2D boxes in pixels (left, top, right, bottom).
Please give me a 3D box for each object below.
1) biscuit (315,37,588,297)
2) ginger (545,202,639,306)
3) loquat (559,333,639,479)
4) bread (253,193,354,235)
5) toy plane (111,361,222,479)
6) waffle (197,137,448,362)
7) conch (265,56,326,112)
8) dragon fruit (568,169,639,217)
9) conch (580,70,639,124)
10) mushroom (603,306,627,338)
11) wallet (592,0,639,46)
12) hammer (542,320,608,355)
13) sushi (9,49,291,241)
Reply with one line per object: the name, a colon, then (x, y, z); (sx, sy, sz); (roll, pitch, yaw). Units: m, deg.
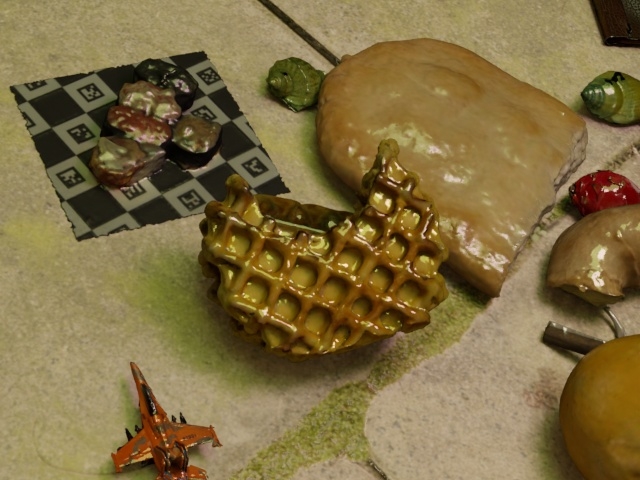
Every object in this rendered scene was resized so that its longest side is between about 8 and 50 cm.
biscuit: (0.211, -0.167, 1.828); (0.446, 0.104, 0.429); (38, 52, 13)
ginger: (0.457, 0.015, 1.729); (0.267, 0.138, 0.152); (-28, 58, -3)
loquat: (0.428, 0.235, 1.504); (0.243, 0.244, 0.244); (8, 51, -10)
bread: (0.000, 0.001, 1.644); (0.269, 0.098, 0.087); (13, 8, -5)
toy plane: (-0.204, 0.231, 1.426); (0.135, 0.062, 0.188); (-12, 43, -24)
waffle: (0.004, 0.021, 1.525); (0.324, 0.151, 0.261); (-14, 82, -6)
conch: (-0.036, -0.251, 1.860); (0.121, 0.074, 0.089); (-8, 86, -43)
dragon fruit: (0.484, -0.046, 1.828); (0.190, 0.094, 0.094); (36, 51, 2)
conch: (0.521, -0.247, 2.009); (0.200, 0.079, 0.095); (6, 69, -23)
mushroom: (0.496, 0.219, 1.651); (0.068, 0.043, 0.306); (-15, 55, -48)
wallet: (0.582, -0.463, 2.215); (0.132, 0.039, 0.243); (5, 51, -13)
hammer: (0.451, 0.172, 1.611); (0.297, 0.125, 0.027); (19, 37, 25)
sushi: (-0.253, -0.176, 1.721); (0.339, 0.069, 0.320); (-14, 58, -26)
